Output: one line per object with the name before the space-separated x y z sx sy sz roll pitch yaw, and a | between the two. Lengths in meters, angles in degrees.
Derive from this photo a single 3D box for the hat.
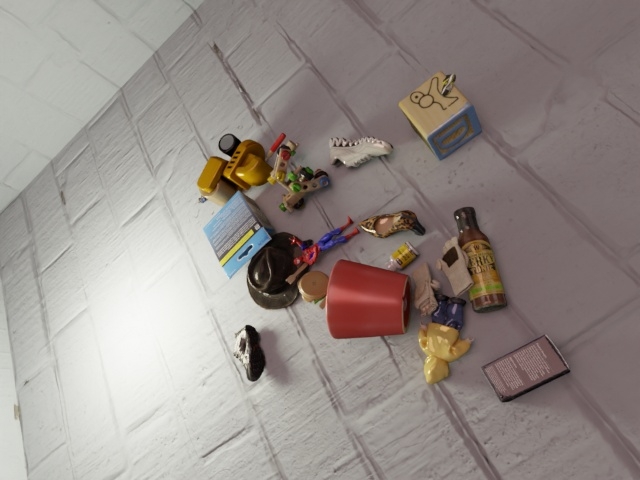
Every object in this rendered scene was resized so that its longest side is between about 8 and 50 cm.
hat | -0.211 0.112 1.822 0.332 0.134 0.331 -11 69 30

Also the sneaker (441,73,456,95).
sneaker | 0.426 -0.524 1.518 0.035 0.031 0.083 25 82 46

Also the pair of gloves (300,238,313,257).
pair of gloves | -0.056 0.037 1.836 0.074 0.010 0.083 -22 63 24

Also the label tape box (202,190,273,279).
label tape box | -0.337 -0.015 1.926 0.249 0.115 0.347 -45 52 8

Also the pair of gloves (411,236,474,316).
pair of gloves | 0.380 0.120 1.458 0.240 0.042 0.204 -45 29 39

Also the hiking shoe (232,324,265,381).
hiking shoe | -0.292 0.458 1.797 0.114 0.086 0.226 -33 54 31

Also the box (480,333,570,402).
box | 0.586 0.368 1.283 0.207 0.153 0.108 -34 60 14

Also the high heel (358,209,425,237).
high heel | 0.229 -0.072 1.608 0.261 0.186 0.093 5 76 30

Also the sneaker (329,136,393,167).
sneaker | 0.158 -0.348 1.798 0.292 0.110 0.118 7 85 39

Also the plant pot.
plant pot | 0.173 0.205 1.518 0.243 0.275 0.274 2 75 20

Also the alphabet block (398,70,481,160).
alphabet block | 0.430 -0.443 1.617 0.192 0.193 0.197 -35 60 13

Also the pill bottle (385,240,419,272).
pill bottle | 0.288 0.063 1.603 0.116 0.065 0.065 -43 58 11

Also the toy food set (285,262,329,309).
toy food set | -0.025 0.178 1.742 0.192 0.038 0.132 37 68 24

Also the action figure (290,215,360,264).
action figure | 0.000 0.000 1.725 0.280 0.139 0.091 -36 58 8

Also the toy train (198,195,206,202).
toy train | -0.541 -0.240 2.191 0.036 0.027 0.158 41 95 22

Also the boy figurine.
boy figurine | 0.399 0.320 1.441 0.177 0.092 0.285 6 77 30

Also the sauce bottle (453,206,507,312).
sauce bottle | 0.503 0.057 1.458 0.112 0.111 0.344 -19 65 23

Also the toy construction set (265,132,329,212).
toy construction set | -0.144 -0.263 1.861 0.237 0.258 0.308 -49 54 20

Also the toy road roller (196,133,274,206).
toy road roller | -0.361 -0.294 2.004 0.241 0.202 0.329 28 87 29
